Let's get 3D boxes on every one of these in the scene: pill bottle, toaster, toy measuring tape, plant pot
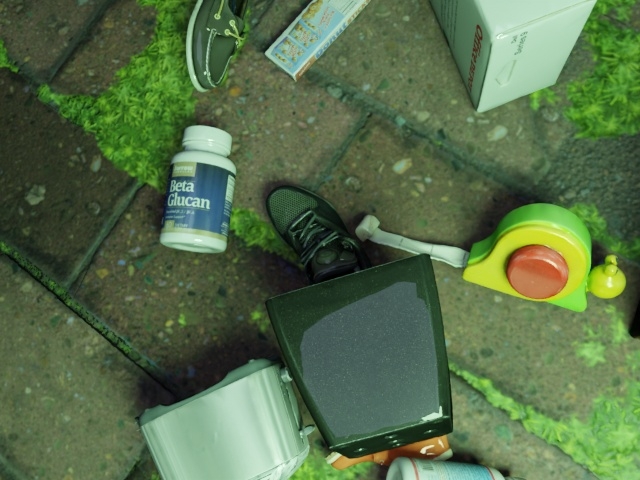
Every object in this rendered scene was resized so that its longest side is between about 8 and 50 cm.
[{"bbox_3d":[-0.171,-0.072,0.828,0.094,0.094,0.169,3,80,13],"label":"pill bottle"},{"bbox_3d":[-0.123,0.252,0.738,0.227,0.129,0.146,-26,77,5],"label":"toaster"},{"bbox_3d":[0.161,0.302,0.670,0.160,0.087,0.087,9,80,-8],"label":"pill bottle"},{"bbox_3d":[0.209,-0.006,0.720,0.330,0.121,0.121,18,83,14],"label":"toy measuring tape"},{"bbox_3d":[0.062,0.147,0.665,0.188,0.187,0.166,-16,62,6],"label":"plant pot"}]

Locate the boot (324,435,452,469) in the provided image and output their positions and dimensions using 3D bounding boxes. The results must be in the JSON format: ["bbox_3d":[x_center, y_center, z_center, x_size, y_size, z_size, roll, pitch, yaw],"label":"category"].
[{"bbox_3d":[0.086,0.266,0.728,0.158,0.059,0.084,-25,80,5],"label":"boot"}]

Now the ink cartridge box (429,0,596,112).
[{"bbox_3d":[0.211,-0.342,0.743,0.122,0.211,0.289,-20,77,6],"label":"ink cartridge box"}]

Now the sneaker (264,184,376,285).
[{"bbox_3d":[0.000,0.000,0.762,0.087,0.130,0.227,-38,72,1],"label":"sneaker"}]

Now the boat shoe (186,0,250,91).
[{"bbox_3d":[-0.148,-0.334,0.882,0.069,0.081,0.227,3,77,17],"label":"boat shoe"}]

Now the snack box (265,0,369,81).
[{"bbox_3d":[-0.002,-0.328,0.881,0.064,0.022,0.178,42,90,15],"label":"snack box"}]

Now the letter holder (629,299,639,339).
[{"bbox_3d":[0.475,0.054,0.559,0.215,0.302,0.151,19,83,14],"label":"letter holder"}]
